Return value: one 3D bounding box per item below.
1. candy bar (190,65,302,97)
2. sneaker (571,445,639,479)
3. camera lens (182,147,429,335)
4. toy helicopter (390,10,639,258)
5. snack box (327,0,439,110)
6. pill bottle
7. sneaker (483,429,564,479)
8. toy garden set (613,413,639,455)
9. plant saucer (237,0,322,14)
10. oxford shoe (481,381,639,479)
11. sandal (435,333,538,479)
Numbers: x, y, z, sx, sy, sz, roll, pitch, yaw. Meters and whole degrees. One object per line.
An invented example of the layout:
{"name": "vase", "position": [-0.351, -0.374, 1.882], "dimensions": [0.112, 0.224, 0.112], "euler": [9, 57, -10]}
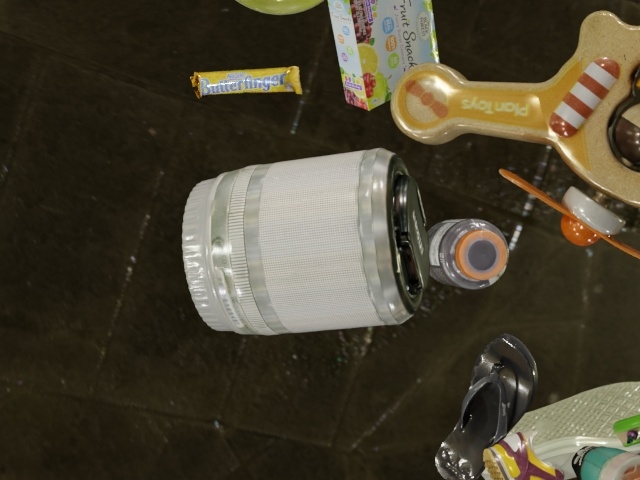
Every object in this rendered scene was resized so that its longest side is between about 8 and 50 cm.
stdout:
{"name": "candy bar", "position": [-0.101, -0.216, 1.333], "dimensions": [0.161, 0.018, 0.040], "euler": [0, 125, 18]}
{"name": "sneaker", "position": [0.436, 0.367, 1.247], "dimensions": [0.108, 0.121, 0.302], "euler": [-43, 106, -9]}
{"name": "camera lens", "position": [-0.010, 0.005, 1.234], "dimensions": [0.274, 0.219, 0.219], "euler": [-7, 110, 15]}
{"name": "toy helicopter", "position": [0.233, -0.103, 0.939], "dimensions": [0.140, 0.355, 0.235], "euler": [-1, 99, -63]}
{"name": "snack box", "position": [0.112, -0.353, 1.668], "dimensions": [0.174, 0.070, 0.207], "euler": [-28, 125, -27]}
{"name": "pill bottle", "position": [0.271, 0.025, 1.813], "dimensions": [0.130, 0.246, 0.130], "euler": [0, 91, -6]}
{"name": "sneaker", "position": [0.282, 0.330, 1.225], "dimensions": [0.084, 0.069, 0.185], "euler": [-25, 81, -9]}
{"name": "toy garden set", "position": [0.597, 0.367, 1.508], "dimensions": [0.244, 0.204, 0.049], "euler": [57, 42, -3]}
{"name": "plant saucer", "position": [-0.064, -0.460, 1.451], "dimensions": [0.241, 0.037, 0.241], "euler": [-4, 104, -15]}
{"name": "oxford shoe", "position": [0.512, 0.386, 1.872], "dimensions": [0.449, 0.169, 0.130], "euler": [-20, 114, 19]}
{"name": "sandal", "position": [0.244, 0.259, 1.435], "dimensions": [0.054, 0.097, 0.254], "euler": [-13, 126, -59]}
